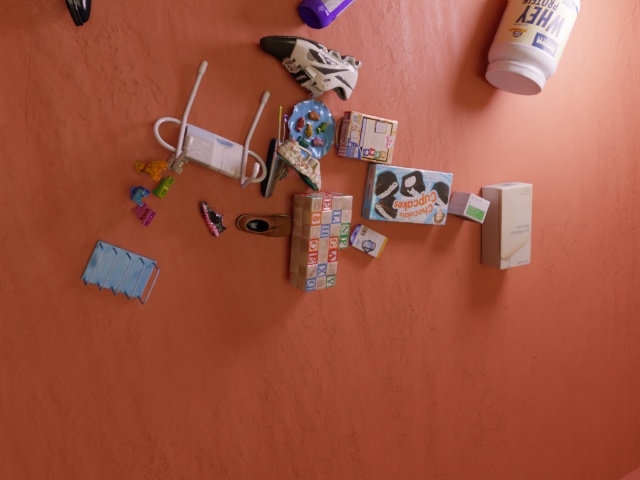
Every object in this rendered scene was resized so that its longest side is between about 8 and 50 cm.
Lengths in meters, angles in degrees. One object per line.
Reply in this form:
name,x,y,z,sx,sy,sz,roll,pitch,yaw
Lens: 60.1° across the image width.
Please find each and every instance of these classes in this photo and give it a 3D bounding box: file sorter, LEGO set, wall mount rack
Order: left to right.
file sorter,-0.548,0.091,1.522,0.170,0.104,0.118,24,89,-28
LEGO set,-0.473,-0.165,1.525,0.227,0.093,0.087,-60,149,-9
wall mount rack,-0.276,-0.319,1.566,0.350,0.130,0.304,20,56,-29

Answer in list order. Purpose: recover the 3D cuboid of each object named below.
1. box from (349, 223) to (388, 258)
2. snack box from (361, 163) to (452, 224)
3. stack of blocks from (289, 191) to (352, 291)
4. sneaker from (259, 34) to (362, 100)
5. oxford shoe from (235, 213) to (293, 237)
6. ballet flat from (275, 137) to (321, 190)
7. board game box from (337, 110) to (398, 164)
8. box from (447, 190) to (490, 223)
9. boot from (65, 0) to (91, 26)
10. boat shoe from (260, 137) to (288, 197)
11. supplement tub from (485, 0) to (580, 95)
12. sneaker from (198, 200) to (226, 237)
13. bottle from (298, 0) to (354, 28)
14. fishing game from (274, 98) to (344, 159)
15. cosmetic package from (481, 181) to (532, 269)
box,0.159,0.000,1.896,0.136,0.028,0.081,26,89,-26
snack box,0.303,-0.156,1.914,0.322,0.060,0.187,2,100,-27
stack of blocks,0.000,0.000,1.758,0.171,0.087,0.297,-7,107,-41
sneaker,-0.031,-0.505,1.641,0.331,0.122,0.146,11,94,-27
oxford shoe,-0.150,-0.041,1.709,0.212,0.076,0.076,-1,99,-28
ballet flat,-0.046,-0.228,1.671,0.077,0.091,0.241,-50,146,0
board game box,0.156,-0.331,1.802,0.193,0.045,0.146,5,98,-33
box,0.537,-0.121,2.014,0.101,0.102,0.087,19,90,-27
boot,-0.542,-0.671,1.369,0.207,0.094,0.246,-15,101,-19
boat shoe,-0.132,-0.214,1.684,0.066,0.066,0.183,11,96,-29
supplement tub,0.723,-0.693,1.909,0.235,0.235,0.324,21,91,-28
sneaker,-0.317,-0.070,1.640,0.057,0.047,0.119,-34,121,-23
bottle,0.065,-0.746,1.639,0.283,0.118,0.092,-45,127,-10
fishing game,-0.019,-0.341,1.704,0.264,0.041,0.189,4,97,-39
cosmetic package,0.708,-0.059,2.107,0.160,0.113,0.309,-11,104,-24
